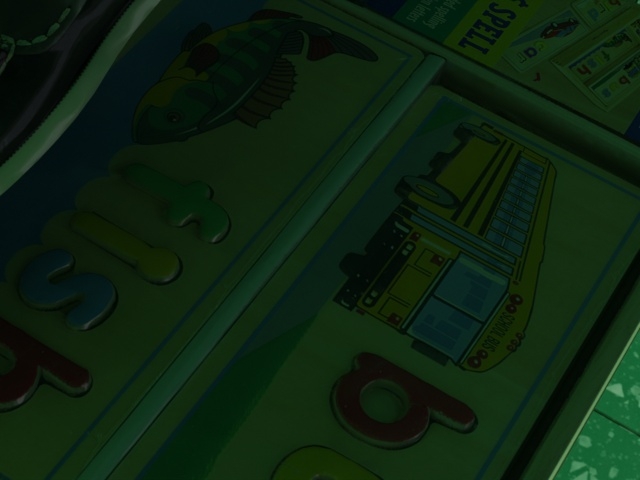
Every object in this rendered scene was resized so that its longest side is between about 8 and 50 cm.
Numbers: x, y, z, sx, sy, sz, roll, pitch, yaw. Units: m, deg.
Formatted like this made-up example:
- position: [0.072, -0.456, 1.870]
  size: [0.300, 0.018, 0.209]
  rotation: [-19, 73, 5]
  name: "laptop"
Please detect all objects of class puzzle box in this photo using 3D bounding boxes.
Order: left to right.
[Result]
- position: [0.000, 0.000, 0.616]
  size: [0.409, 0.272, 0.052]
  rotation: [-52, 165, -36]
  name: "puzzle box"

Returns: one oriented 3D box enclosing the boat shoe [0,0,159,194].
- position: [-0.103, -0.094, 0.508]
  size: [0.233, 0.084, 0.079]
  rotation: [-52, 128, -8]
  name: "boat shoe"
